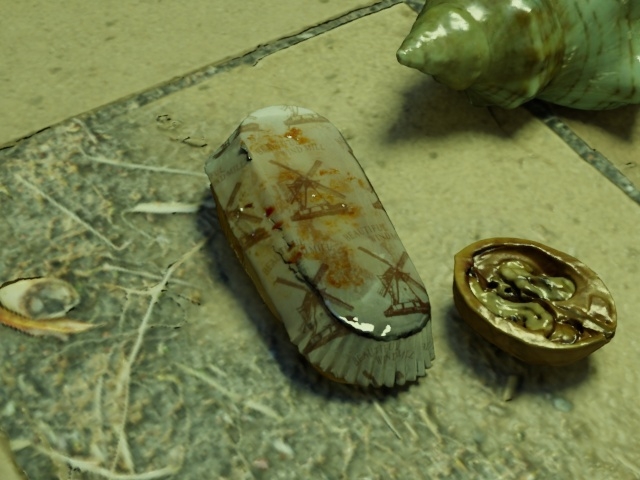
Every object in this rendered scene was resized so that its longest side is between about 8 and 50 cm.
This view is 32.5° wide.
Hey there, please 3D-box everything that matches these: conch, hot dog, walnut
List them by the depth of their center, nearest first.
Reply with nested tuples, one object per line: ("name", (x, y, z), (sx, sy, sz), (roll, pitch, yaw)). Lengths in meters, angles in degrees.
("walnut", (0.145, 0.049, 0.770), (0.121, 0.052, 0.091), (29, 52, 18))
("hot dog", (0.000, 0.000, 0.799), (0.131, 0.069, 0.253), (-11, 53, -24))
("conch", (0.221, -0.199, 0.920), (0.386, 0.169, 0.203), (-22, 79, -18))
